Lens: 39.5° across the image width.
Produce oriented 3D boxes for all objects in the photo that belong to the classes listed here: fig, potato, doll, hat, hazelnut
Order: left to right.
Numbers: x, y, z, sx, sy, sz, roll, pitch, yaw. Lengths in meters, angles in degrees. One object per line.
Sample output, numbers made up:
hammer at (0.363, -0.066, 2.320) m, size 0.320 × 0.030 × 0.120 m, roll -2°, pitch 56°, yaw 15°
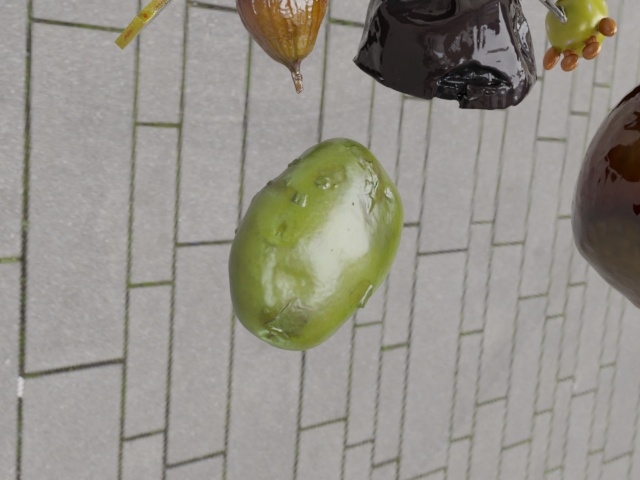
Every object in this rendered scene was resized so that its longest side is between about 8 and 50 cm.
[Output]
fig at (-0.044, -0.284, 1.156) m, size 0.119 × 0.119 × 0.153 m, roll -40°, pitch 139°, yaw -28°
potato at (0.000, 0.000, 0.976) m, size 0.253 × 0.149 × 0.186 m, roll -67°, pitch 155°, yaw -19°
hat at (0.158, -0.313, 1.187) m, size 0.238 × 0.336 × 0.209 m, roll -2°, pitch 113°, yaw -12°
doll at (0.436, -0.395, 1.538) m, size 0.135 × 0.143 × 0.220 m, roll 20°, pitch 59°, yaw -40°
hazelnut at (0.573, -0.067, 1.244) m, size 0.353 × 0.421 × 0.420 m, roll 2°, pitch 100°, yaw -60°

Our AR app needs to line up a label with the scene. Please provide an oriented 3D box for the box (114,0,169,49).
box at (-0.280, -0.388, 1.499) m, size 0.023 × 0.087 × 0.155 m, roll 46°, pitch 49°, yaw -17°
